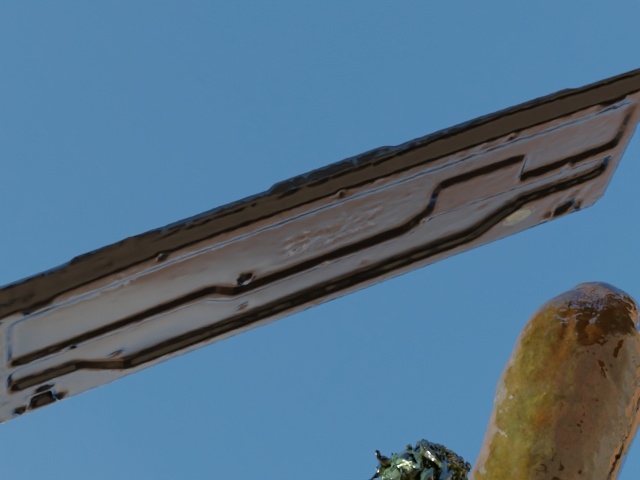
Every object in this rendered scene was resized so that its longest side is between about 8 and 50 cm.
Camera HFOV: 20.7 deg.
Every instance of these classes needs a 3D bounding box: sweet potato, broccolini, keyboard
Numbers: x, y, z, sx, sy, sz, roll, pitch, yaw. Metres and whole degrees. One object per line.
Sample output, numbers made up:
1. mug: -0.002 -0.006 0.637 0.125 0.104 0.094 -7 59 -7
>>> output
1. sweet potato: 0.097 0.140 0.837 0.075 0.075 0.273 31 -108 -27
2. broccolini: 0.044 0.107 0.661 0.054 0.239 0.051 36 -93 1
3. keyboard: 0.000 0.000 0.368 0.155 0.010 0.053 -19 -25 -20
